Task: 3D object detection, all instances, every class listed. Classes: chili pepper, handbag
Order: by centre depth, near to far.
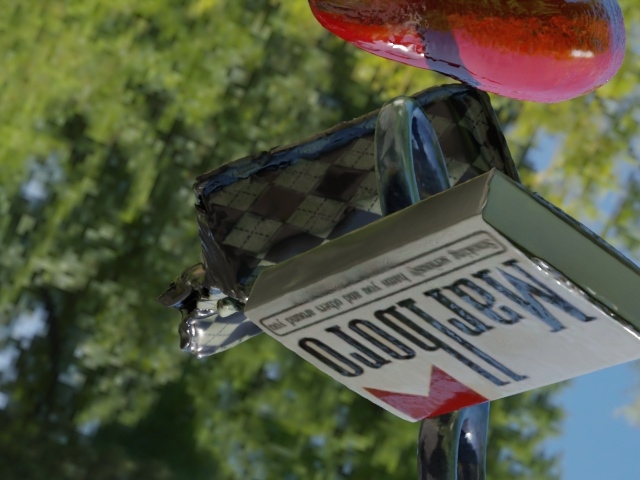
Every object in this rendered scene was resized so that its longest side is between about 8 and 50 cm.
[{"bbox_3d":[0.134,-0.149,1.291,0.368,0.137,0.092,-2,115,-63],"label":"chili pepper"},{"bbox_3d":[0.000,0.000,1.892,0.416,0.316,0.180,131,-63,-77],"label":"handbag"}]

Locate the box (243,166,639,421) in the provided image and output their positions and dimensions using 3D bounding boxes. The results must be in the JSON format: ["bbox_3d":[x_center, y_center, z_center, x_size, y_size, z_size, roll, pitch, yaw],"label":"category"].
[{"bbox_3d":[0.060,0.030,0.863,0.177,0.115,0.036,-23,-139,50],"label":"box"}]

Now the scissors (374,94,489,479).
[{"bbox_3d":[0.093,0.036,1.122,0.383,0.029,0.256,-24,106,-74],"label":"scissors"}]
